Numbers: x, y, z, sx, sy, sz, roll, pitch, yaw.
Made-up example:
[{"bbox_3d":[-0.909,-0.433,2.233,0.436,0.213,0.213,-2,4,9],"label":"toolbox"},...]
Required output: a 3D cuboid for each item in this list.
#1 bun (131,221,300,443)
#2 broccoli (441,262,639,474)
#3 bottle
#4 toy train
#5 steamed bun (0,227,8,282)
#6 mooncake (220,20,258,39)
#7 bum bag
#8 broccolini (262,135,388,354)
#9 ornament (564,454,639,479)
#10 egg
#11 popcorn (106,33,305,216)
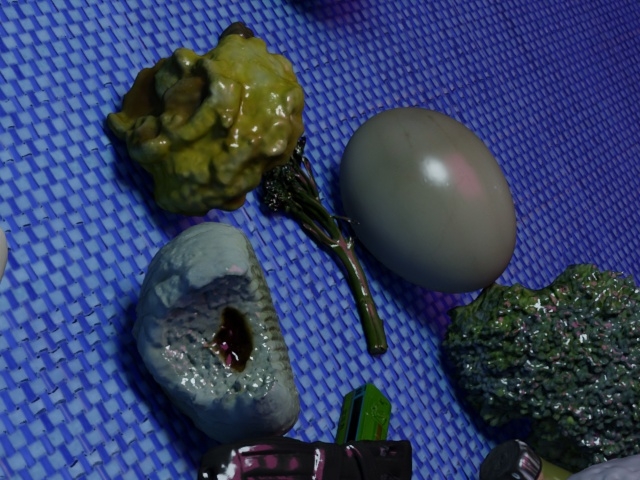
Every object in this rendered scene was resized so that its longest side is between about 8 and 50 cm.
[{"bbox_3d":[-0.101,0.091,1.734,0.204,0.126,0.213,62,10,-63],"label":"bun"},{"bbox_3d":[0.312,0.180,2.267,0.375,0.302,0.249,11,70,-21],"label":"broccoli"},{"bbox_3d":[0.284,0.330,2.150,0.260,0.112,0.112,45,29,-23],"label":"bottle"},{"bbox_3d":[0.040,0.228,1.923,0.044,0.042,0.209,46,28,-21],"label":"toy train"},{"bbox_3d":[-0.355,0.004,1.367,0.250,0.154,0.200,51,29,-27],"label":"steamed bun"},{"bbox_3d":[-0.129,-0.358,2.266,0.347,0.057,0.150,70,15,10],"label":"mooncake"},{"bbox_3d":[-0.006,0.251,1.738,0.326,0.079,0.142,8,94,-52],"label":"bum bag"},{"bbox_3d":[0.005,0.007,2.098,0.123,0.062,0.272,-19,80,-53],"label":"broccolini"},{"bbox_3d":[0.342,0.394,1.925,0.337,0.337,0.337,40,31,-31],"label":"ornament"},{"bbox_3d":[0.128,-0.046,2.203,0.242,0.186,0.186,50,26,4],"label":"egg"},{"bbox_3d":[-0.108,-0.122,1.890,0.156,0.197,0.198,53,26,-26],"label":"popcorn"}]
